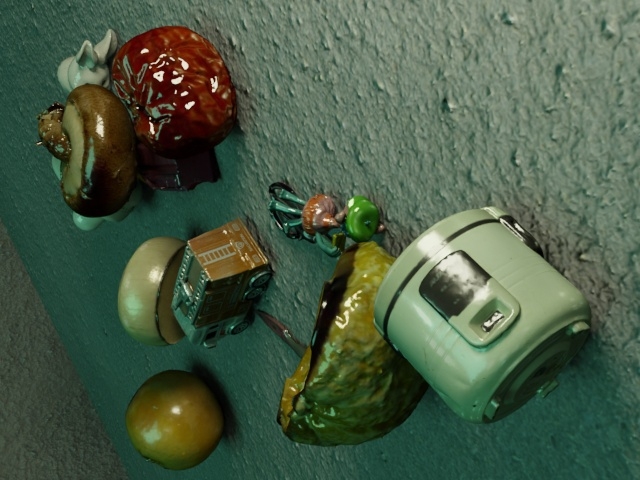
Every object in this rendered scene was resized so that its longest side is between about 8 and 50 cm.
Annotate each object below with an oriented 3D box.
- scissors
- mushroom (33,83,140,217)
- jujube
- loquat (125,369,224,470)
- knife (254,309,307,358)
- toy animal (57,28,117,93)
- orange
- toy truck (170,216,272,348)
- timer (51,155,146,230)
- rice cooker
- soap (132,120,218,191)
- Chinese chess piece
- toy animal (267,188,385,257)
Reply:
[{"bbox_3d":[0.000,0.000,1.440,0.300,0.022,0.109,42,145,35],"label":"scissors"},{"bbox_3d":[-0.488,-0.191,1.751,0.278,0.163,0.297,47,133,25],"label":"mushroom"},{"bbox_3d":[-0.264,-0.270,1.507,0.213,0.212,0.232,-34,76,59],"label":"jujube"},{"bbox_3d":[-0.372,0.467,2.124,0.263,0.263,0.263,35,137,41],"label":"loquat"},{"bbox_3d":[-0.070,0.199,1.681,0.247,0.018,0.036,35,139,43],"label":"knife"},{"bbox_3d":[-0.534,-0.398,1.913,0.220,0.103,0.131,-8,101,59],"label":"toy animal"},{"bbox_3d":[0.068,0.176,1.256,0.210,0.271,0.369,15,138,-1],"label":"orange"},{"bbox_3d":[-0.222,0.102,1.702,0.136,0.162,0.305,55,146,22],"label":"toy truck"},{"bbox_3d":[-0.556,-0.135,1.994,0.233,0.240,0.233,46,-173,-8],"label":"timer"},{"bbox_3d":[0.194,0.085,1.013,0.244,0.226,0.226,49,145,33],"label":"rice cooker"},{"bbox_3d":[-0.328,-0.191,1.741,0.250,0.099,0.162,7,115,55],"label":"soap"},{"bbox_3d":[-0.354,0.116,1.847,0.103,0.250,0.250,10,123,18],"label":"Chinese chess piece"},{"bbox_3d":[0.006,-0.028,1.335,0.208,0.100,0.103,12,82,40],"label":"toy animal"}]
